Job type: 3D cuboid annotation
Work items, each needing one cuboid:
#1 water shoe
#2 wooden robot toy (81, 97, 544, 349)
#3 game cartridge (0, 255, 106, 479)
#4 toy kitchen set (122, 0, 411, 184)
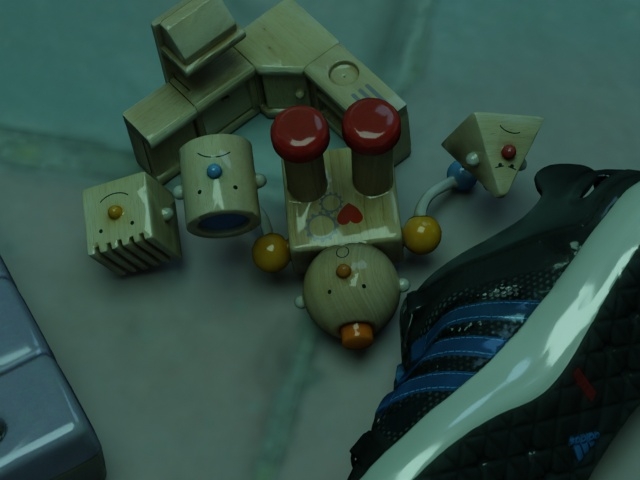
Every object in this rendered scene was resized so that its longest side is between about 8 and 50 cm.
[{"bbox_3d":[0.055,0.055,0.684,0.203,0.073,0.080,-44,37,-19],"label":"water shoe"},{"bbox_3d":[0.000,0.000,0.715,0.173,0.076,0.079,-8,68,2],"label":"wooden robot toy"},{"bbox_3d":[-0.283,0.069,0.708,0.355,0.068,0.230,-27,63,-11],"label":"game cartridge"},{"bbox_3d":[-0.022,-0.052,0.747,0.083,0.068,0.075,-37,61,-16],"label":"toy kitchen set"}]
